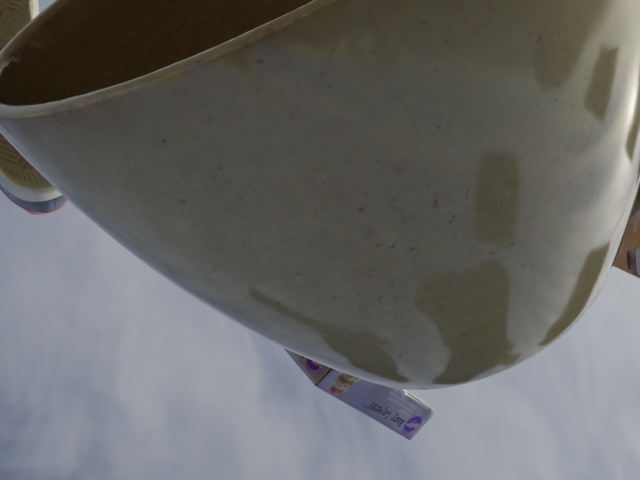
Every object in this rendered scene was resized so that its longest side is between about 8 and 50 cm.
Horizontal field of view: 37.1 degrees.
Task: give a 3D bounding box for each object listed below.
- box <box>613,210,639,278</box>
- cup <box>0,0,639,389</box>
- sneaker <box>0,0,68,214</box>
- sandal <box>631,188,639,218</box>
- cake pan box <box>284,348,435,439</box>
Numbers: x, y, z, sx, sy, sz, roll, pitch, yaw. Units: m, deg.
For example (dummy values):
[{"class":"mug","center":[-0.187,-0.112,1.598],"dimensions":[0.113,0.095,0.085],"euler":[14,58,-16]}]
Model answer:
[{"class":"box","center":[0.465,-0.007,1.204],"dimensions":[0.091,0.130,0.170],"euler":[-21,-144,-36]},{"class":"cup","center":[0.036,-0.064,0.496],"dimensions":[0.331,0.237,0.331],"euler":[-23,-151,14]},{"class":"sneaker","center":[-0.364,-0.186,1.085],"dimensions":[0.131,0.148,0.350],"euler":[-15,-104,-17]},{"class":"sandal","center":[0.165,-0.151,0.663],"dimensions":[0.086,0.120,0.303],"euler":[-1,-100,-23]},{"class":"cake pan box","center":[0.025,0.162,1.403],"dimensions":[0.267,0.070,0.246],"euler":[37,-173,-46]}]
